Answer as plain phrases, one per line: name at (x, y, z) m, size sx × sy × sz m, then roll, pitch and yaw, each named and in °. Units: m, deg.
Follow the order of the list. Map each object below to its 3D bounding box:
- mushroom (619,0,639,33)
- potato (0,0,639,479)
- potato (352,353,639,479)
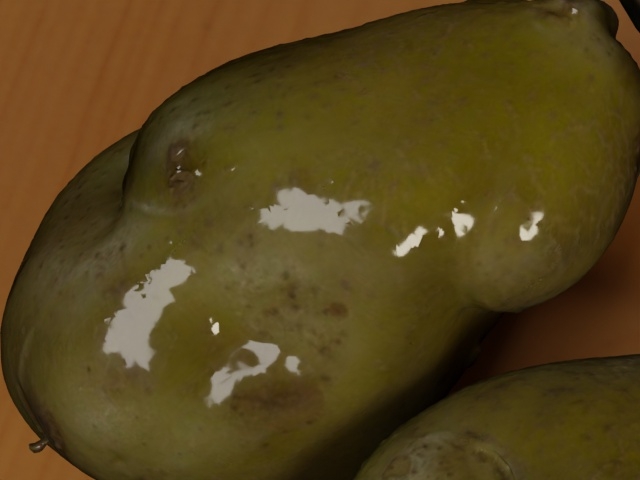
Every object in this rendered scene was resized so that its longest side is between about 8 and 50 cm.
mushroom at (0.250, -0.122, 0.715) m, size 0.267 × 0.189 × 0.164 m, roll 57°, pitch 136°, yaw 26°
potato at (0.002, 0.003, 0.846) m, size 0.351 × 0.218 × 0.202 m, roll -36°, pitch 96°, yaw 17°
potato at (0.129, 0.126, 0.755) m, size 0.251 × 0.159 × 0.174 m, roll -18°, pitch 67°, yaw -10°
